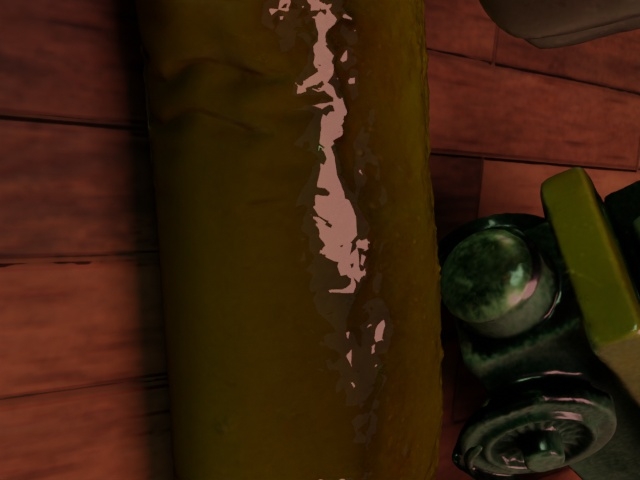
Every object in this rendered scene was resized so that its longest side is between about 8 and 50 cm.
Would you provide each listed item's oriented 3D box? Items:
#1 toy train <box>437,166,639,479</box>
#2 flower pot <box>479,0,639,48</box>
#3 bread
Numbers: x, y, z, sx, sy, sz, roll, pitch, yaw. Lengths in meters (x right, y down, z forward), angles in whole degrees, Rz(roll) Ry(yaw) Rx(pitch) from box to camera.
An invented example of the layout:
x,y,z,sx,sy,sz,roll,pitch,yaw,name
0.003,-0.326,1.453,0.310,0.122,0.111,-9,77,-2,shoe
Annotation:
x,y,z,sx,sy,sz,roll,pitch,yaw,name
0.232,0.082,0.731,0.397,0.253,0.160,43,30,-47,toy train
0.132,-0.294,0.593,0.254,0.164,0.367,53,38,-44,flower pot
0.000,0.000,0.561,0.166,0.112,0.383,-18,111,-47,bread
